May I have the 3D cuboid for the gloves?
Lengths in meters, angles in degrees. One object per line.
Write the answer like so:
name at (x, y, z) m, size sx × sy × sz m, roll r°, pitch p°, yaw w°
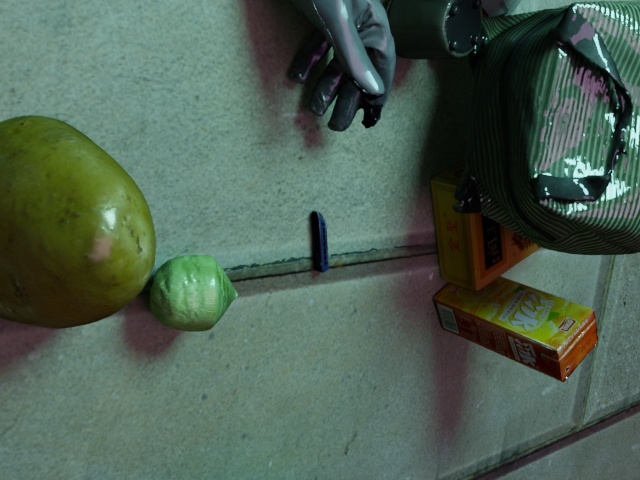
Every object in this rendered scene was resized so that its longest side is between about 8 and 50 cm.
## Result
gloves at (0.011, -0.249, 0.828) m, size 0.119 × 0.142 × 0.286 m, roll -21°, pitch 121°, yaw -4°

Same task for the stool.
stool at (0.142, -0.273, 0.943) m, size 0.096 × 0.110 × 0.096 m, roll -17°, pitch 116°, yaw -40°

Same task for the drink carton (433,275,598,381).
drink carton at (0.286, 0.118, 1.121) m, size 0.096 × 0.222 × 0.071 m, roll -38°, pitch 127°, yaw -25°

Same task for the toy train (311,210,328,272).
toy train at (0.000, 0.000, 0.971) m, size 0.017 × 0.017 × 0.083 m, roll -20°, pitch 117°, yaw -38°

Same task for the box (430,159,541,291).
box at (0.295, -0.060, 1.173) m, size 0.274 × 0.076 × 0.174 m, roll -28°, pitch 119°, yaw -32°

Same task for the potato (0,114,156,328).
potato at (-0.224, -0.005, 0.684) m, size 0.178 × 0.158 × 0.204 m, roll 7°, pitch 95°, yaw -44°

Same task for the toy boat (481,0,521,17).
toy boat at (0.242, -0.369, 1.018) m, size 0.129 × 0.088 × 0.295 m, roll 33°, pitch 89°, yaw -42°

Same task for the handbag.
handbag at (0.323, -0.152, 0.976) m, size 0.240 × 0.247 × 0.341 m, roll 4°, pitch 94°, yaw -32°

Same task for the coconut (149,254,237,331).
coconut at (-0.138, 0.058, 0.823) m, size 0.096 × 0.088 × 0.088 m, roll 4°, pitch 102°, yaw -22°
